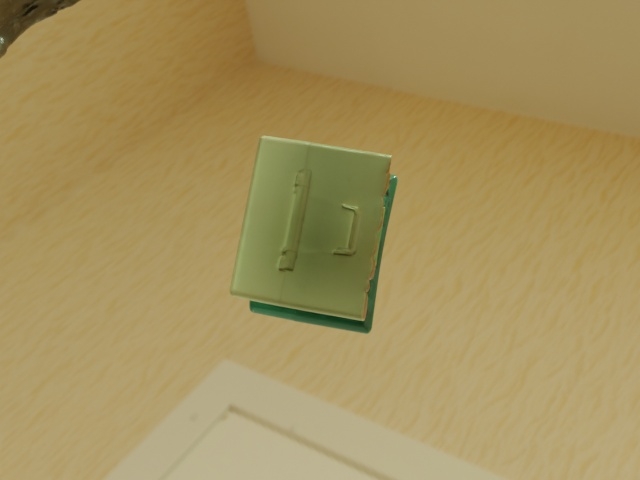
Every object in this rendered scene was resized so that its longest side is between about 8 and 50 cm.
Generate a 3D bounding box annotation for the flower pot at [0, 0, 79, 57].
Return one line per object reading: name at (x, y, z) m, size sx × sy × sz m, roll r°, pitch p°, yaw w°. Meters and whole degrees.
flower pot at (-0.241, -0.232, 0.716) m, size 0.103 × 0.229 × 0.108 m, roll 22°, pitch -39°, yaw 17°

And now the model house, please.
model house at (0.000, 0.000, 0.707) m, size 0.100 × 0.127 × 0.149 m, roll 10°, pitch -7°, yaw 5°
